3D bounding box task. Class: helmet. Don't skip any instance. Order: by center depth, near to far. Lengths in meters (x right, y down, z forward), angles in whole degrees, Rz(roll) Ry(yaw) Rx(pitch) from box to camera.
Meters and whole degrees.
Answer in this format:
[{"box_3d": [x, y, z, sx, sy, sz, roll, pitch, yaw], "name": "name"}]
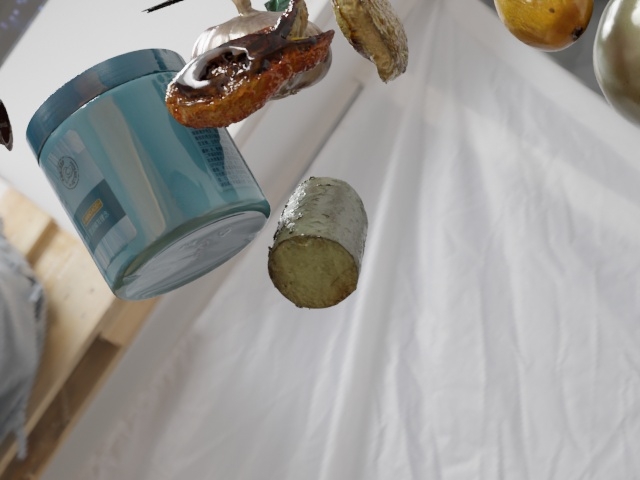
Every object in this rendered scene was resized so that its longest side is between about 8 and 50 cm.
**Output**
[{"box_3d": [-0.665, -0.230, 2.210, 0.089, 0.057, 0.111, -99, -178, -47], "name": "helmet"}]

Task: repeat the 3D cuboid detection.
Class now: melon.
[{"box_3d": [0.584, -0.304, 1.783, 0.268, 0.268, 0.330, 32, 1, 34], "name": "melon"}]

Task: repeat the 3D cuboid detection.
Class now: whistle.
[{"box_3d": [-0.035, -0.500, 2.187, 0.039, 0.186, 0.039, 41, -27, 27], "name": "whistle"}]

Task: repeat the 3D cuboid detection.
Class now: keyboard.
[{"box_3d": [-0.249, -0.470, 2.094, 0.015, 0.197, 0.074, 68, 29, -17], "name": "keyboard"}]

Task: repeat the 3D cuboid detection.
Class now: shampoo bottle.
[{"box_3d": [-0.304, -0.112, 1.971, 0.342, 0.331, 0.331, 58, 3, 13], "name": "shampoo bottle"}]

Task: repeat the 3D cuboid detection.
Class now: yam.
[{"box_3d": [0.000, 0.000, 1.972, 0.168, 0.168, 0.304, 35, 21, -7], "name": "yam"}]

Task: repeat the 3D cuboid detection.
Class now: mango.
[{"box_3d": [0.338, -0.411, 1.722, 0.109, 0.157, 0.262, 13, 44, -45], "name": "mango"}]

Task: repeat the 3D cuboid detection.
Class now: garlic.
[{"box_3d": [-0.122, -0.356, 1.877, 0.245, 0.245, 0.253, 170, -99, -86], "name": "garlic"}]

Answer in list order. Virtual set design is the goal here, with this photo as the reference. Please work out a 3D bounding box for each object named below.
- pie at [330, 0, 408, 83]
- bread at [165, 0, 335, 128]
[{"box_3d": [0.079, -0.358, 1.815, 0.205, 0.084, 0.179, 52, 20, -17], "name": "pie"}, {"box_3d": [-0.105, -0.251, 1.625, 0.139, 0.269, 0.095, 59, -3, 34], "name": "bread"}]
